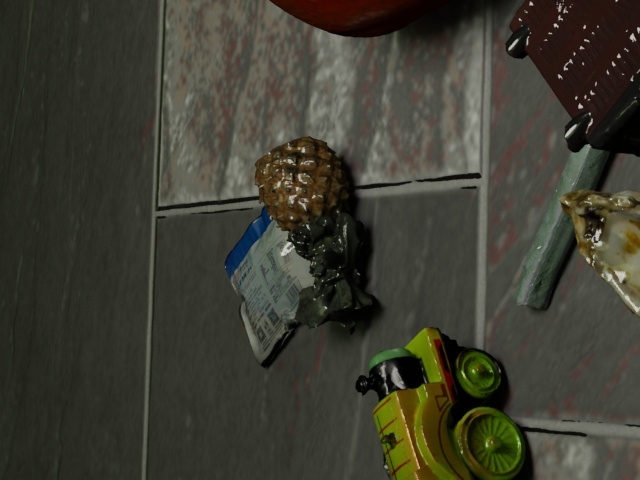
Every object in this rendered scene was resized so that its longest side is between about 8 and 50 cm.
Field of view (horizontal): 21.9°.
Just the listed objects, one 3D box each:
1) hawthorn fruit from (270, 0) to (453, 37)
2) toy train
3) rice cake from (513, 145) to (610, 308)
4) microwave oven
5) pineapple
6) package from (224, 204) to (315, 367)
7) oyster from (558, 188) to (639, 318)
[{"bbox_3d":[0.050,-0.352,1.780,0.311,0.295,0.295,30,111,62],"label":"hawthorn fruit"},{"bbox_3d":[0.131,0.231,1.711,0.100,0.161,0.296,-48,49,49],"label":"toy train"},{"bbox_3d":[0.246,-0.020,1.682,0.033,0.033,0.207,56,131,55],"label":"rice cake"},{"bbox_3d":[0.321,-0.165,1.415,0.178,0.247,0.188,-53,47,34],"label":"microwave oven"},{"bbox_3d":[0.000,0.000,1.974,0.119,0.111,0.237,100,154,-66],"label":"pineapple"},{"bbox_3d":[-0.064,0.048,2.118,0.171,0.027,0.173,-54,45,41],"label":"package"},{"bbox_3d":[0.349,0.047,1.468,0.341,0.110,0.166,32,118,48],"label":"oyster"}]
